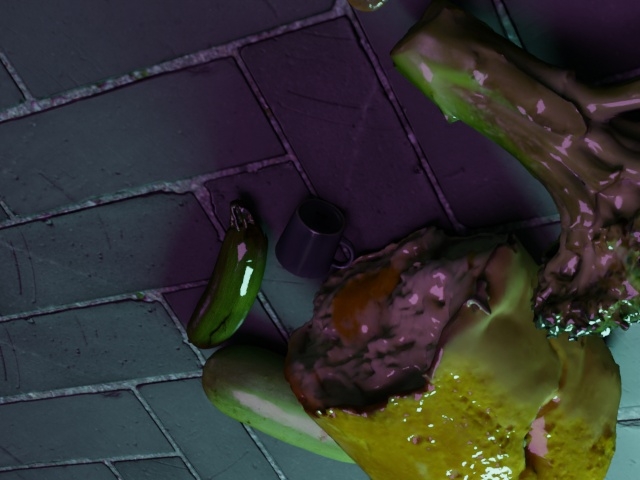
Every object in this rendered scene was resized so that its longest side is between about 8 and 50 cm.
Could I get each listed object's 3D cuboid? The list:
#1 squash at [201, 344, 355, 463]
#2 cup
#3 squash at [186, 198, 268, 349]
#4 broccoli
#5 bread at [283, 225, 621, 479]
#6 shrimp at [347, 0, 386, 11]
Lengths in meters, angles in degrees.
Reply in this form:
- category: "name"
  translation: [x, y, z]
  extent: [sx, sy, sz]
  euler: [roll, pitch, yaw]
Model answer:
- category: "squash"
  translation: [0.001, 0.253, 1.738]
  extent: [0.370, 0.118, 0.118]
  euler: [22, 134, 0]
- category: "cup"
  translation: [0.000, 0.000, 1.545]
  extent: [0.100, 0.078, 0.077]
  euler: [20, 130, -7]
- category: "squash"
  translation: [-0.130, 0.071, 1.664]
  extent: [0.080, 0.071, 0.318]
  euler: [26, 134, 3]
- category: "broccoli"
  translation: [0.264, -0.071, 1.263]
  extent: [0.397, 0.275, 0.353]
  euler: [5, 86, 13]
- category: "bread"
  translation: [0.181, 0.206, 1.515]
  extent: [0.361, 0.250, 0.394]
  euler: [-24, 116, 38]
- category: "shrimp"
  translation: [0.047, -0.300, 1.301]
  extent: [0.059, 0.023, 0.108]
  euler: [-5, 126, 16]
